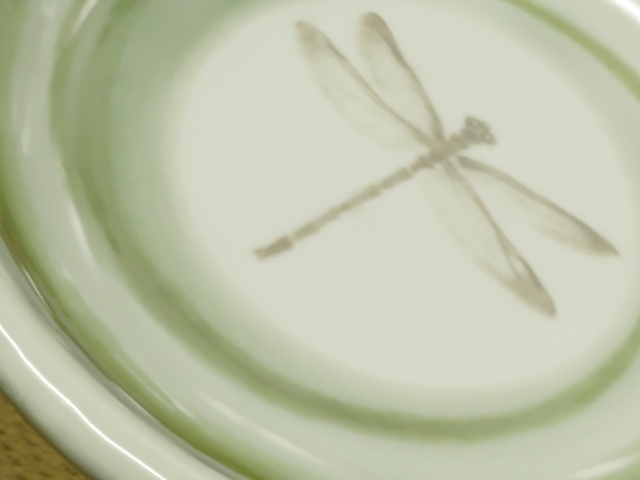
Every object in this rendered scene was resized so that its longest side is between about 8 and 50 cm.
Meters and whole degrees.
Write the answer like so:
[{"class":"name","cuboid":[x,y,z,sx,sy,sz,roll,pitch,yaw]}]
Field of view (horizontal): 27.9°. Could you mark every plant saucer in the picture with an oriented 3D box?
[{"class":"plant saucer","cuboid":[0.040,-0.035,0.493,0.400,0.100,0.400,9,54,-12]}]
